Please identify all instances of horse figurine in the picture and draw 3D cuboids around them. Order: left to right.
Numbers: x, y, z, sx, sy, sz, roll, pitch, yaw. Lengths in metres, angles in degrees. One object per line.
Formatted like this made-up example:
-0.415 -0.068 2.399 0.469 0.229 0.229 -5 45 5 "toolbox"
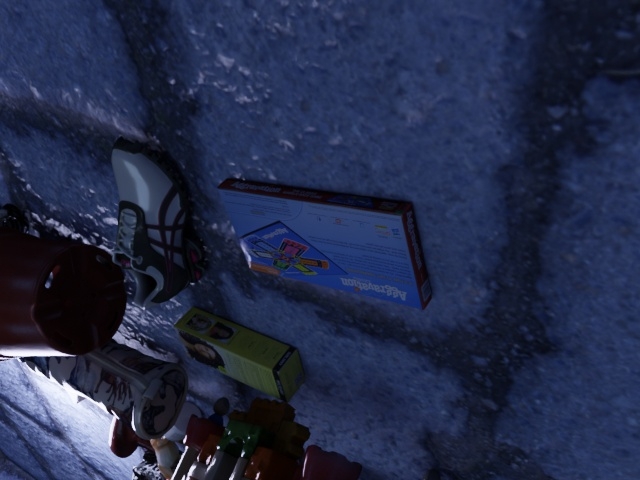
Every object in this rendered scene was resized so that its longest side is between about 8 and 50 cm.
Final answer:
-0.360 0.536 1.679 0.175 0.066 0.263 -2 118 31 "horse figurine"

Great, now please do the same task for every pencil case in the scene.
-0.467 0.276 1.443 0.410 0.159 0.183 19 157 28 "pencil case"

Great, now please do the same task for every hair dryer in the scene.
-0.455 0.531 1.780 0.224 0.080 0.293 -23 113 20 "hair dryer"

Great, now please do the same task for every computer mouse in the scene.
-0.740 -0.054 1.431 0.272 0.072 0.188 32 143 13 "computer mouse"

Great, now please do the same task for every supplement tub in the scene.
-0.317 0.412 1.522 0.071 0.071 0.107 44 143 -3 "supplement tub"

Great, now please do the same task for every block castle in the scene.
-0.038 0.415 1.137 0.303 0.212 0.453 36 155 -29 "block castle"

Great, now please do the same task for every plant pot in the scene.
-0.530 0.105 1.267 0.265 0.272 0.272 -1 127 32 "plant pot"

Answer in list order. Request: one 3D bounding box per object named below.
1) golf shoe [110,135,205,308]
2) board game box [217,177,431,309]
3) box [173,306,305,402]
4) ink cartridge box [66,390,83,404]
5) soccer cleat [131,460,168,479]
-0.254 -0.018 0.989 0.105 0.120 0.272 15 135 34 "golf shoe"
0.000 0.000 0.852 0.281 0.027 0.145 11 132 35 "board game box"
-0.141 0.193 1.150 0.232 0.058 0.087 16 137 30 "box"
-0.620 0.343 1.703 0.115 0.067 0.198 54 150 9 "ink cartridge box"
-0.384 0.698 1.865 0.318 0.108 0.116 7 152 35 "soccer cleat"
